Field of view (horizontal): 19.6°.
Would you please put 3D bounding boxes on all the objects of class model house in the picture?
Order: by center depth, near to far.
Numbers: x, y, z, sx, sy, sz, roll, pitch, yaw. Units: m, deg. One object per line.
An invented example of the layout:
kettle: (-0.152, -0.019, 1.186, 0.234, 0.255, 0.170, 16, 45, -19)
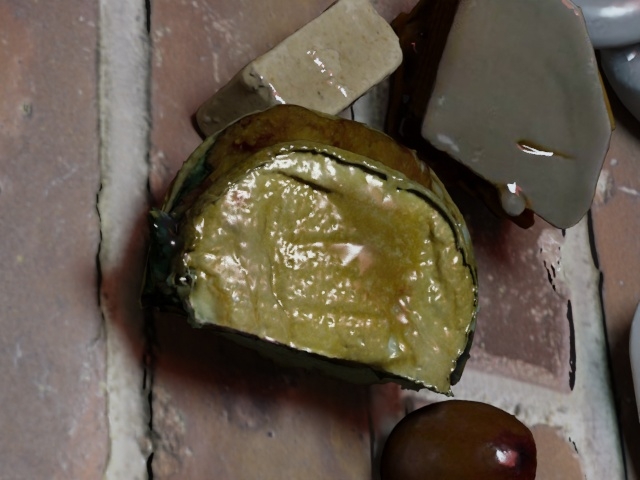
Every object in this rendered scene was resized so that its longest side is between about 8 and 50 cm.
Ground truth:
model house: (0.167, -0.144, 1.728, 0.199, 0.220, 0.229, 27, 7, -12)

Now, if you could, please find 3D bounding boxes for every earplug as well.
earplug: (0.327, -0.230, 1.918, 0.325, 0.175, 0.214, 36, 53, -3)

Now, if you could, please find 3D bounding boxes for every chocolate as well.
chocolate: (0.123, 0.189, 1.544, 0.127, 0.133, 0.124, 3, 61, -38)

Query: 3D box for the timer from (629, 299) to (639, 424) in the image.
timer: (0.402, 0.148, 1.763, 0.237, 0.087, 0.262, -10, 90, -38)

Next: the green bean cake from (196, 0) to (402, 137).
green bean cake: (-0.017, -0.136, 1.634, 0.085, 0.109, 0.179, 52, 46, -1)

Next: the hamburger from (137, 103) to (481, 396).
hamburger: (0.000, 0.000, 1.505, 0.308, 0.132, 0.211, 18, 83, -22)
